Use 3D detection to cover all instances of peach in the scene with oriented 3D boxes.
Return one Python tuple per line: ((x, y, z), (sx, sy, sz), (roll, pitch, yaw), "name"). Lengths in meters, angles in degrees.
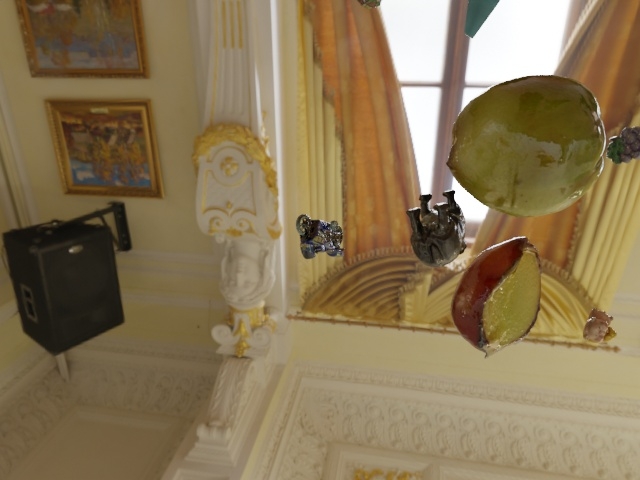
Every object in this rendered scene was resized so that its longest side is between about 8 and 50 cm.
((0.514, 0.148, 1.401), (0.257, 0.362, 0.201), (4, -167, -30), "peach")
((0.452, -0.215, 1.023), (0.315, 0.282, 0.314), (8, -136, 20), "peach")

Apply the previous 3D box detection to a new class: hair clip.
((1.078, -0.332, 1.612), (0.052, 0.124, 0.195), (6, 172, -13), "hair clip")

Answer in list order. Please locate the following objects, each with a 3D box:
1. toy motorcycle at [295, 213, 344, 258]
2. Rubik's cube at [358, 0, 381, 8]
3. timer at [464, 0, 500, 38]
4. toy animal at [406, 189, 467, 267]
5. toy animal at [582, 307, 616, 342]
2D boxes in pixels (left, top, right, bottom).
((0.000, 0.000, 1.838), (0.113, 0.169, 0.315), (0, 171, 36), "toy motorcycle")
((0.163, -0.813, 1.507), (0.093, 0.111, 0.111), (22, -153, 5), "Rubik's cube")
((0.487, -0.727, 1.312), (0.091, 0.232, 0.250), (30, 177, 4), "timer")
((0.292, -0.032, 1.097), (0.106, 0.169, 0.343), (-8, 180, 25), "toy animal")
((0.883, 0.273, 1.469), (0.091, 0.114, 0.082), (20, 172, 47), "toy animal")
